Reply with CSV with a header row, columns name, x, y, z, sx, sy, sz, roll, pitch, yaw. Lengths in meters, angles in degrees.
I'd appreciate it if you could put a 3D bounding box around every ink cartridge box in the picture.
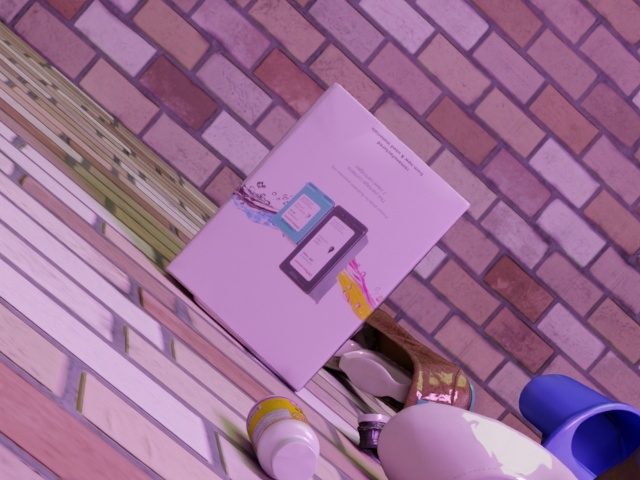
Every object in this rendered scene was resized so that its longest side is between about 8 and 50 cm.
name,x,y,z,sx,sy,sz,roll,pitch,yaw
ink cartridge box,0.000,0.000,1.355,0.197,0.270,0.198,43,1,4

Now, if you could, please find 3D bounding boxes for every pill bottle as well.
name,x,y,z,sx,sy,sz,roll,pitch,yaw
pill bottle,-0.025,0.139,0.842,0.043,0.043,0.083,41,1,-17

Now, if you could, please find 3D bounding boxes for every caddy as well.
name,x,y,z,sx,sy,sz,roll,pitch,yaw
caddy,0.373,0.343,1.683,0.341,0.241,0.179,40,-5,-36

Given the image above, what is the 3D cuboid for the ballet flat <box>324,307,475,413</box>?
name,x,y,z,sx,sy,sz,roll,pitch,yaw
ballet flat,0.068,0.164,1.660,0.124,0.116,0.342,10,13,-32

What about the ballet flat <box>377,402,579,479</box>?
name,x,y,z,sx,sy,sz,roll,pitch,yaw
ballet flat,0.218,0.303,1.136,0.400,0.139,0.139,42,1,-14

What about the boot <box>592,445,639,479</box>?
name,x,y,z,sx,sy,sz,roll,pitch,yaw
boot,0.289,0.253,0.999,0.082,0.106,0.219,35,10,-33

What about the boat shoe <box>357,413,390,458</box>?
name,x,y,z,sx,sy,sz,roll,pitch,yaw
boat shoe,0.071,0.217,1.296,0.046,0.038,0.125,-3,-23,19
